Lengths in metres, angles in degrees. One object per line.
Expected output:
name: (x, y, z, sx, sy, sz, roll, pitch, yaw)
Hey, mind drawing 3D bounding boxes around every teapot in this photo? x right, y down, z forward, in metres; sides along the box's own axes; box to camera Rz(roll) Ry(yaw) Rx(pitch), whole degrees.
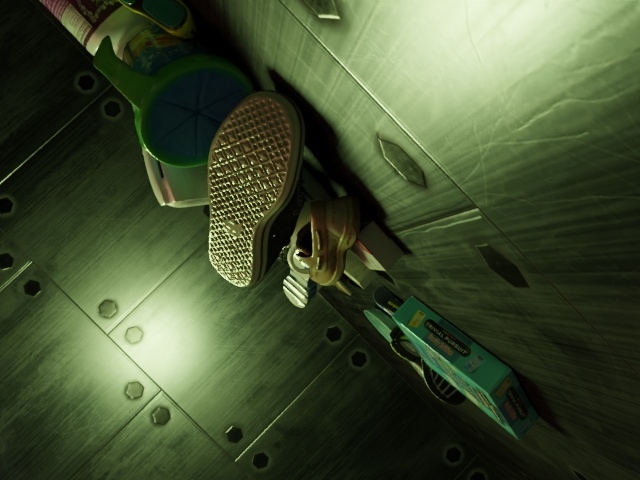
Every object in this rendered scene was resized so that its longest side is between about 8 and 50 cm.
teapot: (-0.089, -0.070, 1.571, 0.256, 0.187, 0.252, 41, 172, 26)

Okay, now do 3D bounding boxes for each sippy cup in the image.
sippy cup: (-0.277, -0.300, 1.296, 0.224, 0.240, 0.305, 53, 169, 34)

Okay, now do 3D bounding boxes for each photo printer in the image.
photo printer: (-0.303, -0.207, 1.544, 0.307, 0.107, 0.256, -19, -81, -71)

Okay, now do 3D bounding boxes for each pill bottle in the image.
pill bottle: (-0.467, -0.497, 1.402, 0.301, 0.169, 0.169, 46, 172, -11)

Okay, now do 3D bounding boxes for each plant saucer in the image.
plant saucer: (0.281, 0.347, 2.351, 0.317, 0.044, 0.317, 44, 173, 7)

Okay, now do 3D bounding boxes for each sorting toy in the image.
sorting toy: (0.056, 0.122, 2.344, 0.132, 0.046, 0.274, 47, 172, -14)

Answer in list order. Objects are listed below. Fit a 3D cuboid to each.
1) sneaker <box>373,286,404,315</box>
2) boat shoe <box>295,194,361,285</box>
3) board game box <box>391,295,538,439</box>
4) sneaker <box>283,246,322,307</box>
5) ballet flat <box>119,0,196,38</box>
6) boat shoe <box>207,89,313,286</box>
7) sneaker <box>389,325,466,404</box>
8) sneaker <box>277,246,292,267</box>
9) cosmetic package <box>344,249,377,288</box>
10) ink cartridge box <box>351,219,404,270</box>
sneaker: (0.204, 0.186, 1.869, 0.144, 0.053, 0.059, 41, 174, 34)
boat shoe: (0.000, 0.000, 1.418, 0.341, 0.110, 0.121, 109, 159, -61)
board game box: (0.349, 0.305, 1.616, 0.336, 0.079, 0.253, 37, 169, 47)
sneaker: (-0.001, 0.058, 2.037, 0.127, 0.182, 0.315, 42, 143, 14)
ballet flat: (-0.315, -0.447, 1.235, 0.231, 0.077, 0.077, 41, -172, 16)
boat shoe: (-0.115, -0.103, 1.319, 0.187, 0.156, 0.500, 34, 141, 15)
sneaker: (0.339, 0.377, 2.049, 0.300, 0.111, 0.121, 49, -176, 14)
sneaker: (-0.117, 0.014, 2.391, 0.109, 0.130, 0.286, 43, 171, 33)
cosmetic package: (0.097, 0.077, 1.835, 0.115, 0.060, 0.041, 41, 173, 39)
ink cartridge box: (0.110, 0.011, 1.418, 0.099, 0.056, 0.135, 47, 172, -6)
